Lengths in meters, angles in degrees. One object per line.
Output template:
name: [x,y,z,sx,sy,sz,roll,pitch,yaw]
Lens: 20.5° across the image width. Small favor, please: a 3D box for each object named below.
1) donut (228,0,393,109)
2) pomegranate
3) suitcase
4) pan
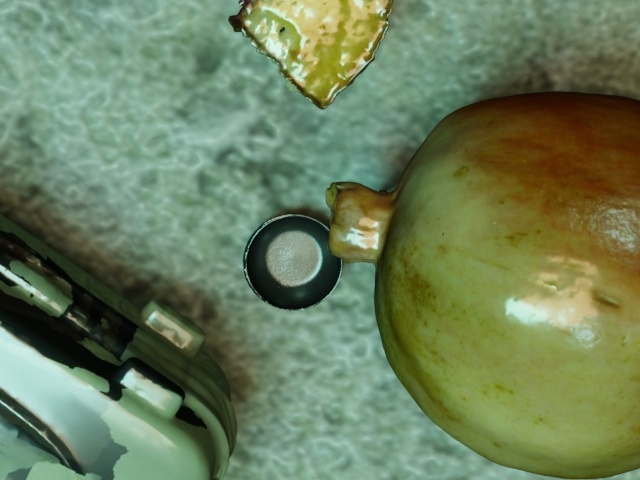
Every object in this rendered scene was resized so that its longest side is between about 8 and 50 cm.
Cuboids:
donut: [-0.035,-0.199,1.134,0.141,0.085,0.217,-39,103,7]
pomegranate: [0.133,0.017,1.112,0.271,0.252,0.229,15,123,-7]
suitcase: [-0.269,0.136,1.155,0.352,0.194,0.339,35,106,-9]
pan: [0.000,0.000,1.213,0.115,0.023,0.068,-35,102,9]
